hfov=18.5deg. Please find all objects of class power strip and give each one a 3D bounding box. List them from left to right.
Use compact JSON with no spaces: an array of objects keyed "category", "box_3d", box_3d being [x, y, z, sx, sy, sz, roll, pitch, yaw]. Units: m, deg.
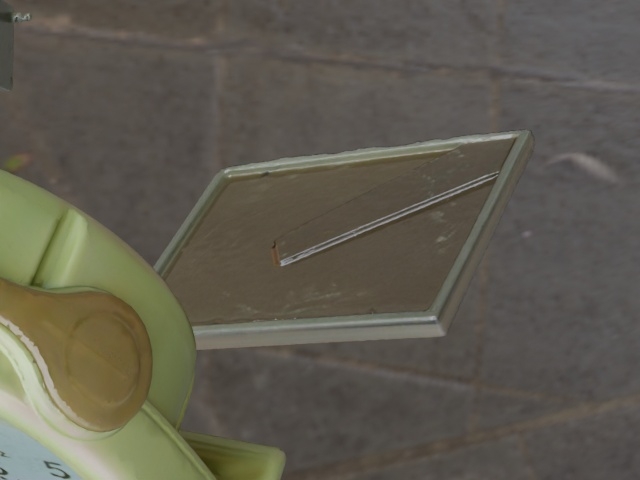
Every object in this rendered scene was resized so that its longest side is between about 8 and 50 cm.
[{"category":"power strip","box_3d":[-0.323,-0.163,1.855,0.061,0.216,0.145,2,90,4]}]

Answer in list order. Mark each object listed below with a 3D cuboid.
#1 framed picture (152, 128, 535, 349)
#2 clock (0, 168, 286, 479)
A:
[{"category":"framed picture","box_3d":[0.000,0.001,1.320,0.265,0.192,0.018,-5,129,35]},{"category":"clock","box_3d":[-0.157,0.046,0.810,0.235,0.308,0.096,9,60,22]}]
